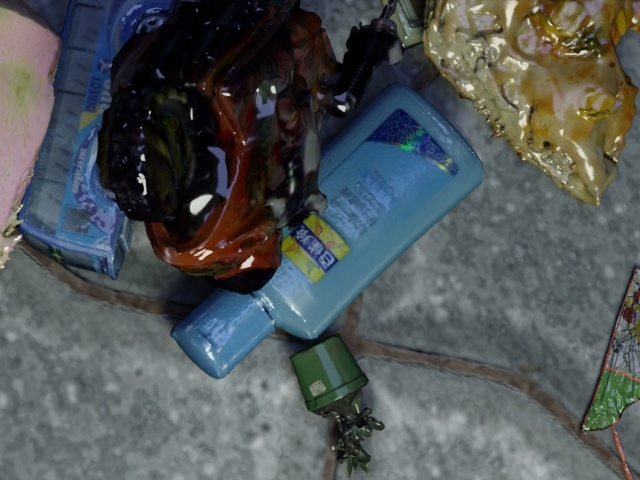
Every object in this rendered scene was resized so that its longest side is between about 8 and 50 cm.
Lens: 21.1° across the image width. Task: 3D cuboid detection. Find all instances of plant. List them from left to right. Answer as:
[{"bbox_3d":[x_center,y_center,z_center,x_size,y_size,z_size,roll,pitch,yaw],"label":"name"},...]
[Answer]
[{"bbox_3d":[0.017,0.121,1.245,0.051,0.051,0.102,-25,90,-17],"label":"plant"}]

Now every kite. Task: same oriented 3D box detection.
[{"bbox_3d":[0.291,0.135,1.333,0.198,0.006,0.244,-17,83,-17],"label":"kite"}]

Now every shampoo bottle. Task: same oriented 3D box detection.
[{"bbox_3d":[0.000,0.000,1.258,0.258,0.061,0.104,-43,87,-17],"label":"shampoo bottle"}]

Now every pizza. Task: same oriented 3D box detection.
[{"bbox_3d":[0.172,-0.173,1.321,0.189,0.071,0.297,-1,91,-18],"label":"pizza"}]

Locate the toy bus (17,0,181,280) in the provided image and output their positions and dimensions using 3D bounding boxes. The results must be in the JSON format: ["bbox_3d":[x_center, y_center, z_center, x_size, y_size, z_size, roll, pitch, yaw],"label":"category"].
[{"bbox_3d":[-0.155,-0.095,1.236,0.094,0.079,0.237,10,76,5],"label":"toy bus"}]

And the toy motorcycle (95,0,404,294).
[{"bbox_3d":[-0.036,-0.105,1.196,0.134,0.207,0.401,1,40,22],"label":"toy motorcycle"}]

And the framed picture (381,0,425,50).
[{"bbox_3d":[0.103,-0.297,1.368,0.197,0.014,0.252,-21,85,-16],"label":"framed picture"}]

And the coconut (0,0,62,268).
[{"bbox_3d":[-0.284,-0.092,1.130,0.233,0.233,0.245,20,79,-9],"label":"coconut"}]
